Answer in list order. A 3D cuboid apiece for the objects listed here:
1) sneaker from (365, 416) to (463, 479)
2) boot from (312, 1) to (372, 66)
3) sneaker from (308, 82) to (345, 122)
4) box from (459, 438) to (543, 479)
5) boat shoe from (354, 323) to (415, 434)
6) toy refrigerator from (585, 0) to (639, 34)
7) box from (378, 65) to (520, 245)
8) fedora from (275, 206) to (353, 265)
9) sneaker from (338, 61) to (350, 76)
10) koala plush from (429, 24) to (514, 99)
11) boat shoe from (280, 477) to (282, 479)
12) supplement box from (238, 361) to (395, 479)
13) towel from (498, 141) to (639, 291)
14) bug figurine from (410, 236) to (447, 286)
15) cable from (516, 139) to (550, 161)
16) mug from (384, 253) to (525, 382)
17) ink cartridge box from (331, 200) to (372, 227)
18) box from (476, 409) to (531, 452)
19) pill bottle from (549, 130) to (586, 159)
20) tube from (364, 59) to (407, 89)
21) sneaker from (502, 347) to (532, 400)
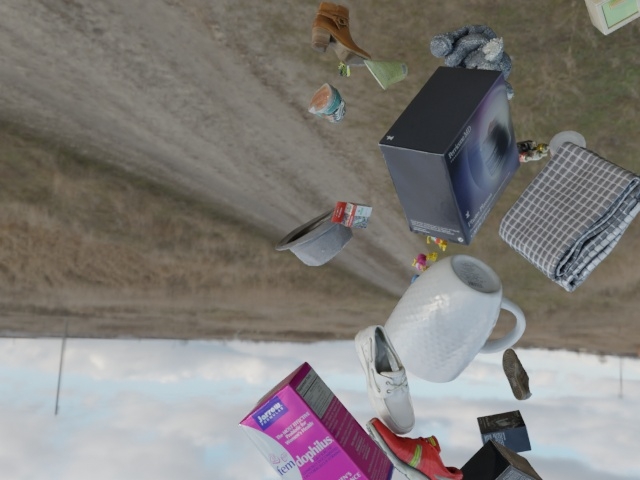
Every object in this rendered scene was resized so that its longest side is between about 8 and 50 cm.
[{"bbox_3d":[0.227,0.508,1.522,0.279,0.118,0.107,42,172,-7],"label":"sneaker"},{"bbox_3d":[0.071,-0.600,1.829,0.197,0.153,0.073,18,158,-23],"label":"boot"},{"bbox_3d":[0.043,-0.475,2.207,0.120,0.108,0.302,21,-174,-13],"label":"sneaker"},{"bbox_3d":[0.426,0.664,1.642,0.184,0.261,0.103,36,-169,-31],"label":"box"},{"bbox_3d":[0.168,0.340,1.555,0.098,0.277,0.096,-15,164,-29],"label":"boat shoe"},{"bbox_3d":[0.851,-0.666,1.661,0.269,0.094,0.102,-27,128,16],"label":"toy refrigerator"},{"bbox_3d":[0.317,-0.201,1.494,0.182,0.296,0.294,16,148,39],"label":"box"},{"bbox_3d":[0.000,0.000,2.050,0.275,0.124,0.244,-28,-170,27],"label":"fedora"},{"bbox_3d":[0.074,-0.563,2.027,0.035,0.083,0.031,-18,-142,-7],"label":"sneaker"},{"bbox_3d":[0.448,-0.490,1.739,0.203,0.196,0.221,-27,-147,-6],"label":"koala plush"},{"bbox_3d":[-0.064,0.561,1.546,0.095,0.258,0.084,21,153,-34],"label":"boat shoe"},{"bbox_3d":[-0.003,0.314,0.965,0.111,0.220,0.114,-42,175,15],"label":"supplement box"},{"bbox_3d":[0.544,-0.063,1.370,0.121,0.284,0.235,32,-168,-26],"label":"towel"},{"bbox_3d":[0.368,0.046,2.138,0.072,0.279,0.216,23,-158,4],"label":"bug figurine"},{"bbox_3d":[0.655,-0.292,2.164,0.139,0.072,0.287,-26,-171,-18],"label":"cable"},{"bbox_3d":[0.421,0.227,1.866,0.373,0.276,0.328,19,126,-9],"label":"mug"},{"bbox_3d":[0.085,-0.069,1.703,0.115,0.063,0.029,4,-161,-44],"label":"ink cartridge box"},{"bbox_3d":[0.638,0.674,2.206,0.158,0.093,0.156,-13,-177,9],"label":"box"},{"bbox_3d":[0.634,-0.203,1.611,0.086,0.086,0.152,-1,150,23],"label":"pill bottle"},{"bbox_3d":[0.178,-0.456,1.712,0.070,0.062,0.240,15,-158,16],"label":"tube"},{"bbox_3d":[0.719,0.488,2.303,0.071,0.189,0.066,4,159,-36],"label":"sneaker"}]
